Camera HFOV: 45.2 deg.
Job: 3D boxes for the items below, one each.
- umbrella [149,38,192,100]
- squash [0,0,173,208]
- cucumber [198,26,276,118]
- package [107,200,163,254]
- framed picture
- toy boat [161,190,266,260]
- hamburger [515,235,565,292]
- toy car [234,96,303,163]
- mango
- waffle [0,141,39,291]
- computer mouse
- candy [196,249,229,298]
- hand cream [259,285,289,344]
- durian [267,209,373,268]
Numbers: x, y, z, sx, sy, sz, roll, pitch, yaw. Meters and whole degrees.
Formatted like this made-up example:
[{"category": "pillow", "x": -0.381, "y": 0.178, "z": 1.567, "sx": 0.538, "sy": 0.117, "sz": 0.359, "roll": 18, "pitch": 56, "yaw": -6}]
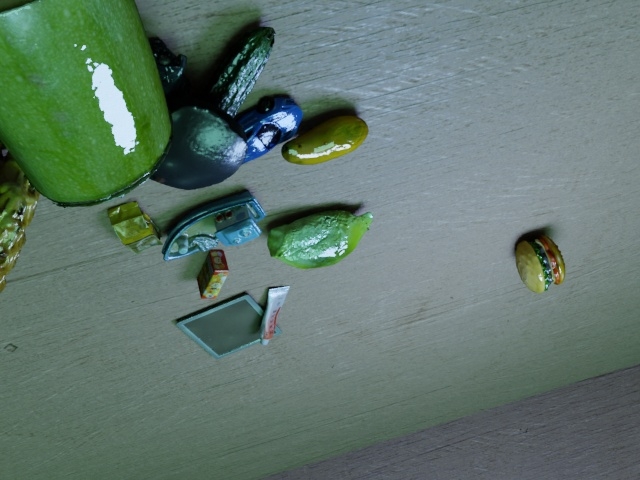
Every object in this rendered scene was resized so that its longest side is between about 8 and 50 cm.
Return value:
[{"category": "umbrella", "x": -0.262, "y": -0.246, "z": 1.321, "sx": 0.071, "sy": 0.080, "sz": 0.224, "roll": -44, "pitch": 165, "yaw": -31}, {"category": "squash", "x": -0.365, "y": -0.251, "z": 1.070, "sx": 0.263, "sy": 0.263, "sz": 0.384, "roll": -16, "pitch": 147, "yaw": -4}, {"category": "cucumber", "x": -0.161, "y": -0.265, "z": 1.332, "sx": 0.077, "sy": 0.077, "sz": 0.265, "roll": 7, "pitch": 140, "yaw": -34}, {"category": "package", "x": -0.385, "y": -0.024, "z": 1.603, "sx": 0.071, "sy": 0.047, "sz": 0.131, "roll": -17, "pitch": 150, "yaw": 3}, {"category": "framed picture", "x": -0.243, "y": 0.235, "z": 2.092, "sx": 0.217, "sy": 0.017, "sz": 0.274, "roll": -22, "pitch": 147, "yaw": 4}, {"category": "toy boat", "x": -0.232, "y": -0.016, "z": 1.647, "sx": 0.238, "sy": 0.098, "sz": 0.109, "roll": -22, "pitch": 144, "yaw": 7}, {"category": "hamburger", "x": 0.612, "y": 0.066, "z": 2.146, "sx": 0.115, "sy": 0.162, "sz": 0.162, "roll": -17, "pitch": 148, "yaw": -3}, {"category": "toy car", "x": -0.131, "y": -0.195, "z": 1.460, "sx": 0.216, "sy": 0.063, "sz": 0.103, "roll": -26, "pitch": 147, "yaw": 11}, {"category": "mango", "x": 0.010, "y": -0.193, "z": 1.511, "sx": 0.190, "sy": 0.075, "sz": 0.098, "roll": -24, "pitch": 163, "yaw": -17}, {"category": "waffle", "x": -0.584, "y": -0.022, "z": 1.327, "sx": 0.151, "sy": 0.261, "sz": 0.324, "roll": 18, "pitch": 133, "yaw": -16}, {"category": "computer mouse", "x": -0.244, "y": -0.146, "z": 1.347, "sx": 0.168, "sy": 0.087, "sz": 0.295, "roll": 26, "pitch": 149, "yaw": -28}, {"category": "candy", "x": -0.255, "y": 0.082, "z": 1.813, "sx": 0.038, "sy": 0.062, "sz": 0.122, "roll": 0, "pitch": 144, "yaw": -27}, {"category": "hand cream", "x": -0.130, "y": 0.202, "z": 2.065, "sx": 0.052, "sy": 0.038, "sz": 0.216, "roll": -39, "pitch": 155, "yaw": -45}, {"category": "durian", "x": 0.000, "y": 0.000, "z": 1.782, "sx": 0.250, "sy": 0.101, "sz": 0.139, "roll": -7, "pitch": 145, "yaw": -18}]
